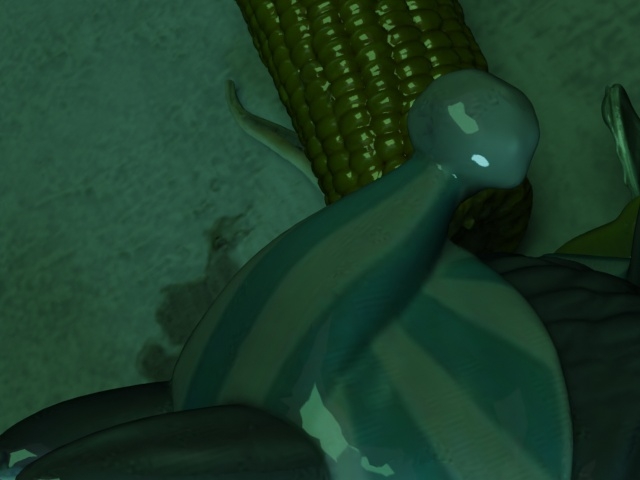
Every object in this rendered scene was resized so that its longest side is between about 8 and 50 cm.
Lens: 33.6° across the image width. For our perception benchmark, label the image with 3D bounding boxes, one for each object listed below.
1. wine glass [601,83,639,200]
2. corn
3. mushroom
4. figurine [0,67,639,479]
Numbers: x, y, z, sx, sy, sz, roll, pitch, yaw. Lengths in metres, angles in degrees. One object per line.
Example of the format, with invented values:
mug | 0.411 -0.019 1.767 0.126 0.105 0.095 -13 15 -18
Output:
wine glass | 0.256 -0.069 0.586 0.183 0.122 0.122 -14 67 22
corn | 0.025 -0.142 0.695 0.144 0.144 0.387 -30 67 11
mushroom | 0.000 -0.001 0.715 0.068 0.043 0.306 -13 64 -9
figurine | 0.078 0.074 0.416 0.266 0.377 0.361 47 124 34
